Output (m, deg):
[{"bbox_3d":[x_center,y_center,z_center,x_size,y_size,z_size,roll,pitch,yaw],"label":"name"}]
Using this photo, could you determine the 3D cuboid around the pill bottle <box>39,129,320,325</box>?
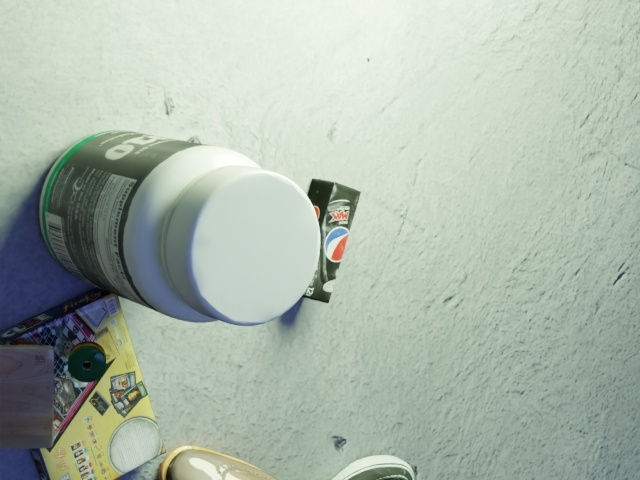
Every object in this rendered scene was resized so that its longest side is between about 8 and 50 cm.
[{"bbox_3d":[-0.171,-0.017,1.521,0.204,0.361,0.204,-8,103,-35],"label":"pill bottle"}]

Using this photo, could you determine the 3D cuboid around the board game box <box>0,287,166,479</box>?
[{"bbox_3d":[-0.308,0.201,1.662,0.165,0.042,0.243,-25,113,-30],"label":"board game box"}]

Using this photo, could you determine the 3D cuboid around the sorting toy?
[{"bbox_3d":[-0.399,0.183,1.557,0.274,0.046,0.132,1,108,-11],"label":"sorting toy"}]

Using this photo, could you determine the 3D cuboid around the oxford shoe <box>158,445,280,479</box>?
[{"bbox_3d":[-0.051,0.385,1.756,0.363,0.133,0.130,32,62,-4],"label":"oxford shoe"}]

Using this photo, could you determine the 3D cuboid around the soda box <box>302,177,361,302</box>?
[{"bbox_3d":[0.000,0.000,1.836,0.053,0.060,0.169,17,88,-38],"label":"soda box"}]

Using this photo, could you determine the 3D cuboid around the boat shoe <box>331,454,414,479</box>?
[{"bbox_3d":[0.033,0.410,1.912,0.306,0.105,0.113,-13,106,-33],"label":"boat shoe"}]
